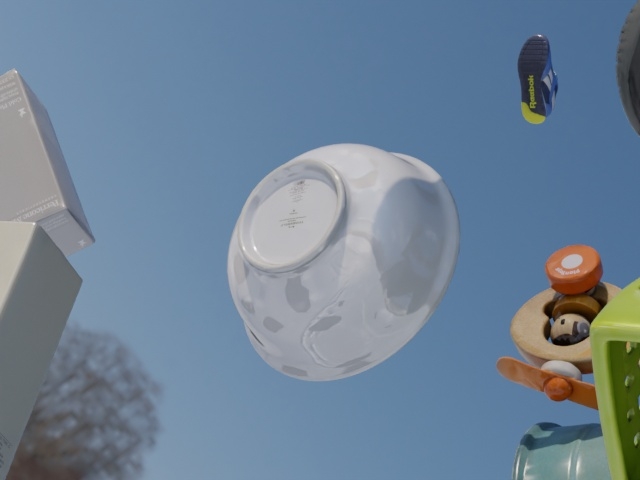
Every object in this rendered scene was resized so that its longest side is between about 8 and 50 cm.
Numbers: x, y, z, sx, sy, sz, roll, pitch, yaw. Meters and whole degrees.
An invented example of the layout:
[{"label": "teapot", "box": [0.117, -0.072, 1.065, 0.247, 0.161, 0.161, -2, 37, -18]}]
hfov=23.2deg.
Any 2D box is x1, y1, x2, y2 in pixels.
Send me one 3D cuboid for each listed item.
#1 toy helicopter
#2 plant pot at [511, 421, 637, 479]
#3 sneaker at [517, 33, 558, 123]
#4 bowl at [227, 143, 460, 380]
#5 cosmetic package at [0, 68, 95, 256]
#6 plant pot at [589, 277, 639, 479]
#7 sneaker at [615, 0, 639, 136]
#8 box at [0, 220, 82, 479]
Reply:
[{"label": "toy helicopter", "box": [0.411, 0.160, 2.191, 0.355, 0.235, 0.140, 23, -36, 45]}, {"label": "plant pot", "box": [0.493, 0.389, 2.166, 0.334, 0.341, 0.341, -17, -66, 30]}, {"label": "sneaker", "box": [0.353, -0.264, 2.517, 0.053, 0.059, 0.144, 12, -68, 34]}, {"label": "bowl", "box": [0.000, 0.000, 1.775, 0.298, 0.298, 0.134, 40, -1, 44]}, {"label": "cosmetic package", "box": [-0.385, -0.080, 1.957, 0.238, 0.127, 0.107, 63, 1, 34]}, {"label": "plant pot", "box": [0.411, 0.128, 1.509, 0.227, 0.207, 0.228, 7, -55, 31]}, {"label": "sneaker", "box": [0.489, -0.294, 2.077, 0.139, 0.125, 0.341, 14, -78, 40]}, {"label": "box", "box": [-0.333, 0.121, 1.504, 0.094, 0.275, 0.113, 2, -35, 23]}]
